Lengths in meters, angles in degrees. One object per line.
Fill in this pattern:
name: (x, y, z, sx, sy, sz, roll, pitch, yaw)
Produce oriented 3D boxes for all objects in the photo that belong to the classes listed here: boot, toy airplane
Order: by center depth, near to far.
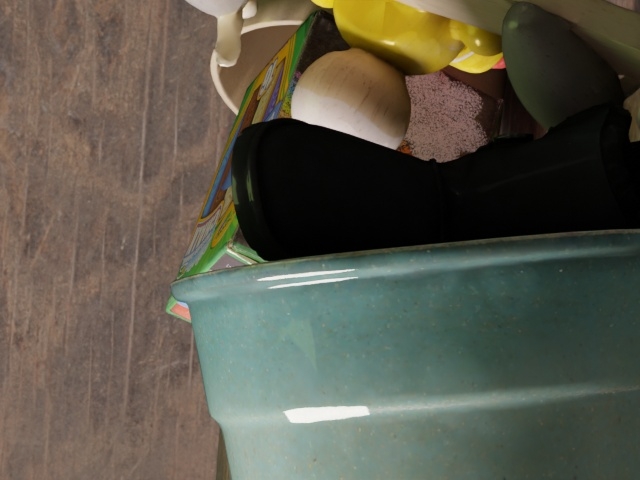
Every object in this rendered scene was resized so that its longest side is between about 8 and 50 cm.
boot: (0.087, -0.038, 1.197, 0.246, 0.207, 0.094, 14, -113, -60)
toy airplane: (0.039, -0.180, 1.347, 0.386, 0.384, 0.272, -127, 53, -72)

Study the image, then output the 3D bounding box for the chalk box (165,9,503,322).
chalk box: (0.000, 0.000, 1.563, 0.179, 0.180, 0.289, -41, 26, 64)

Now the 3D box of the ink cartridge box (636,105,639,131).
ink cartridge box: (0.238, -0.112, 1.104, 0.104, 0.061, 0.181, -98, 14, -52)

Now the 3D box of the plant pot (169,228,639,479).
plant pot: (0.092, 0.175, 1.164, 0.341, 0.341, 0.334, 158, 108, -79)

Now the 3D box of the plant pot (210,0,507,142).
plant pot: (0.068, -0.229, 1.720, 0.256, 0.256, 0.274, 116, 174, -65)
